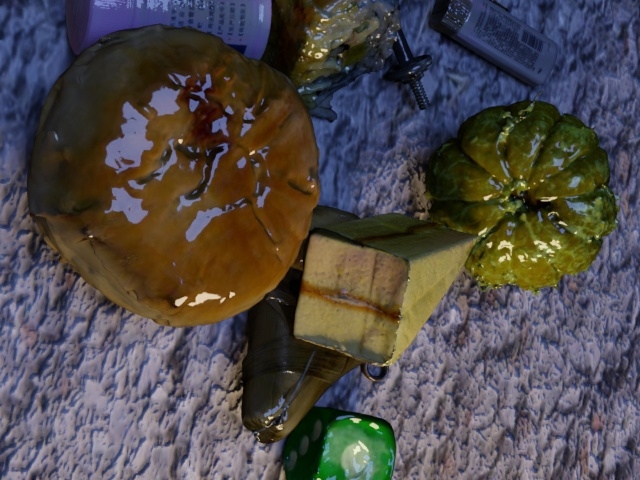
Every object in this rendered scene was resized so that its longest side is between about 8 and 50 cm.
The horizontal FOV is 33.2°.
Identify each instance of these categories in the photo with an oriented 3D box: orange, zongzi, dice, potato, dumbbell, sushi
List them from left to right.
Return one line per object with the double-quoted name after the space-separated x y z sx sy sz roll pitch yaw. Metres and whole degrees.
-0.001 0.205 1.558 0.242 0.112 0.221 23 54 -23 "zongzi"
0.000 0.000 1.616 0.171 0.080 0.107 4 76 -35 "potato"
0.003 -0.298 1.575 0.184 0.274 0.139 -20 68 -31 "sushi"
0.027 0.316 1.587 0.131 0.120 0.128 17 78 -27 "dice"
0.117 -0.324 1.694 0.110 0.110 0.254 -31 107 -25 "dumbbell"
0.322 -0.071 1.682 0.301 0.223 0.300 47 111 5 "orange"

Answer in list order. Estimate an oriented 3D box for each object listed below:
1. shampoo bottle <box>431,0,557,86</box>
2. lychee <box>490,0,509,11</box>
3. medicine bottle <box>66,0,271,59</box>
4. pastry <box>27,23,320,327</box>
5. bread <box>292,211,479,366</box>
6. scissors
0.293 -0.345 1.803 0.227 0.056 0.086 25 78 -23 "shampoo bottle"
0.262 -0.461 1.778 0.101 0.140 0.114 -15 55 -23 "lychee"
-0.212 -0.319 1.492 0.254 0.152 0.152 0 86 -26 "medicine bottle"
-0.193 -0.084 1.426 0.410 0.245 0.409 -4 98 -30 "pastry"
0.102 0.063 1.538 0.264 0.168 0.163 -12 115 -56 "bread"
0.035 0.129 1.662 0.220 0.017 0.088 39 74 -19 "scissors"
